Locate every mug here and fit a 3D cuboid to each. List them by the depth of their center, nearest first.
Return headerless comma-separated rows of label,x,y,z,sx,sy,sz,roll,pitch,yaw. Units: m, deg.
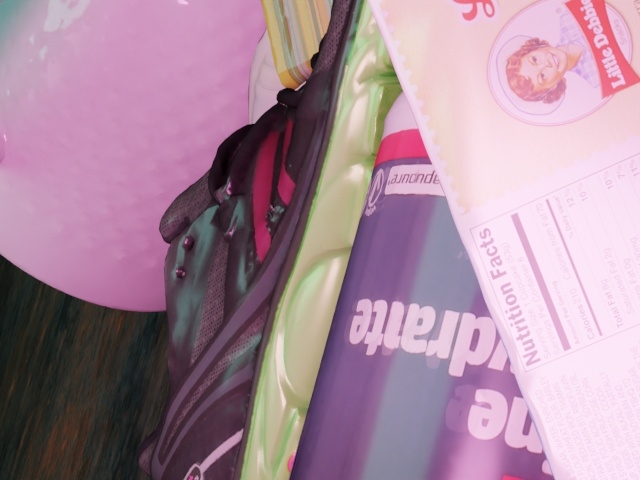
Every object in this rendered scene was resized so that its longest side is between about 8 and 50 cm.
mug,-0.144,-0.148,1.491,0.276,0.374,0.328,55,129,25

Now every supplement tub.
supplement tub,0.088,0.084,0.779,0.191,0.191,0.272,169,117,-72

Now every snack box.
snack box,0.115,-0.087,0.661,0.060,0.187,0.321,16,-128,-69

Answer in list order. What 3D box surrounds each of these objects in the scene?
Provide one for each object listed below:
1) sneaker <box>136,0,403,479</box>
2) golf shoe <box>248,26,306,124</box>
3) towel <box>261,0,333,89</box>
sneaker,0.004,-0.037,1.112,0.202,0.185,0.482,28,100,41
golf shoe,0.032,-0.110,1.306,0.306,0.115,0.140,126,151,-47
towel,0.059,-0.182,1.197,0.237,0.021,0.102,-27,64,32
